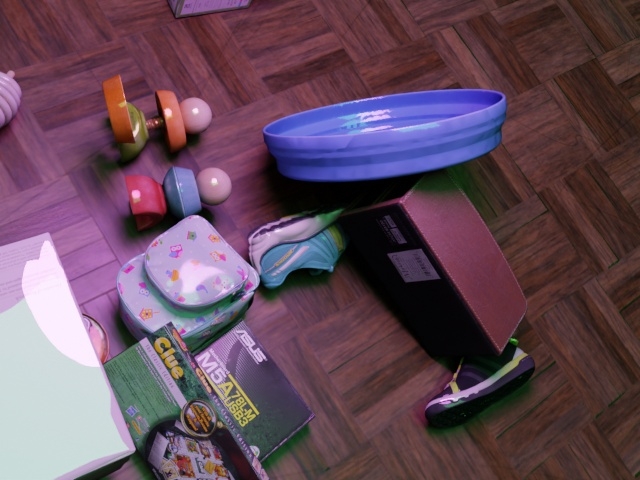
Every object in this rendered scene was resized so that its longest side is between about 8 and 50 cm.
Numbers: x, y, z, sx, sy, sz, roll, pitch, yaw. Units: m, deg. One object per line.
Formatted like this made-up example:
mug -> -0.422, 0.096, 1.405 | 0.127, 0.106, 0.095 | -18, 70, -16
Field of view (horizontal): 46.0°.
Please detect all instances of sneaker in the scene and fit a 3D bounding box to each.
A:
sneaker -> 0.000, 0.000, 1.258 | 0.275, 0.107, 0.110 | -20, 104, -31
sneaker -> 0.253, 0.232, 1.267 | 0.234, 0.084, 0.097 | -19, 52, -29

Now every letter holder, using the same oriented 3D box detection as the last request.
letter holder -> 0.212, 0.008, 1.239 | 0.214, 0.152, 0.302 | -46, 110, -33

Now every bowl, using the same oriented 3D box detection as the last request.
bowl -> 0.104, -0.174, 1.222 | 0.391, 0.391, 0.077 | -17, 109, -27

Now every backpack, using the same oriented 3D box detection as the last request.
backpack -> -0.201, 0.069, 1.103 | 0.188, 0.144, 0.166 | -39, 77, -22

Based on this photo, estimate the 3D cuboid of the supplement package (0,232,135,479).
supplement package -> -0.370, 0.173, 0.931 | 0.175, 0.177, 0.293 | -20, 76, -27

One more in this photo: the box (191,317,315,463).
box -> -0.133, 0.242, 1.112 | 0.184, 0.045, 0.191 | -34, 84, -28

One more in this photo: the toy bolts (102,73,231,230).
toy bolts -> -0.228, -0.145, 1.157 | 0.158, 0.218, 0.229 | -13, 80, -12

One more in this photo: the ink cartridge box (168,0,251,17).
ink cartridge box -> -0.189, -0.489, 1.404 | 0.209, 0.062, 0.109 | -19, 76, -28

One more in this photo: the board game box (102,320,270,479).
board game box -> -0.191, 0.254, 1.027 | 0.136, 0.030, 0.260 | -31, 90, 15

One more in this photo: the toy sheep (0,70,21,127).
toy sheep -> -0.502, -0.216, 1.147 | 0.091, 0.091, 0.132 | 22, 56, -12

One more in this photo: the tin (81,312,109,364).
tin -> -0.367, 0.190, 1.048 | 0.106, 0.040, 0.190 | 27, 61, -13
